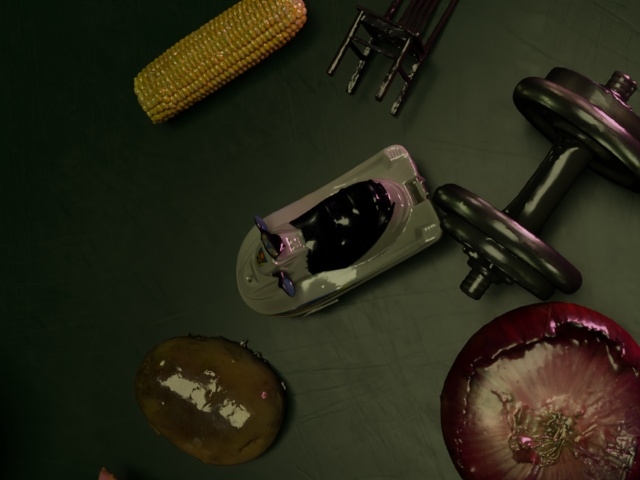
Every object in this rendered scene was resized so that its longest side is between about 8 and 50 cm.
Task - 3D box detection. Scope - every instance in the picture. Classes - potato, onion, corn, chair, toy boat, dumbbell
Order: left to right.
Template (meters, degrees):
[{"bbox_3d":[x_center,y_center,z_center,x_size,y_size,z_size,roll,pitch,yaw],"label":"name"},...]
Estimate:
[{"bbox_3d":[-0.142,0.195,1.178,0.200,0.081,0.164,22,90,15],"label":"potato"},{"bbox_3d":[-0.129,-0.242,1.217,0.248,0.081,0.081,-31,77,12],"label":"corn"},{"bbox_3d":[0.007,-0.001,1.127,0.269,0.141,0.141,-26,78,8],"label":"toy boat"},{"bbox_3d":[0.100,-0.267,1.143,0.084,0.101,0.212,29,94,17],"label":"chair"},{"bbox_3d":[0.245,-0.057,1.032,0.192,0.192,0.290,37,94,16],"label":"dumbbell"},{"bbox_3d":[0.247,0.183,1.024,0.248,0.161,0.248,5,103,21],"label":"onion"}]

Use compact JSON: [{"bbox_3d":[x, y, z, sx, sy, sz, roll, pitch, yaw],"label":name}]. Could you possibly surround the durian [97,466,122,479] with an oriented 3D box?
[{"bbox_3d":[-0.175,0.417,1.128,0.305,0.185,0.196,16,96,39],"label":"durian"}]
